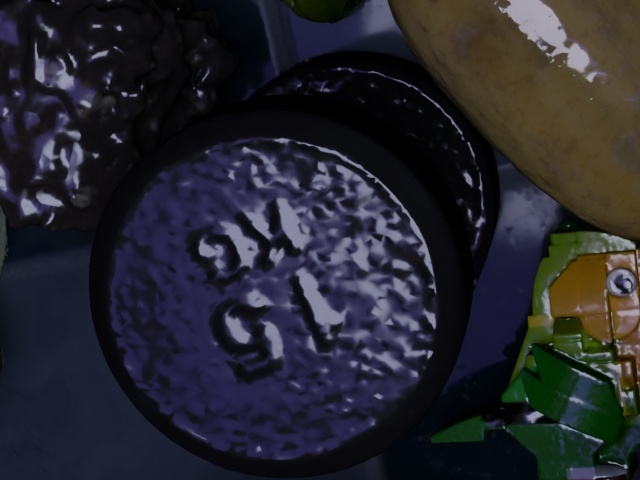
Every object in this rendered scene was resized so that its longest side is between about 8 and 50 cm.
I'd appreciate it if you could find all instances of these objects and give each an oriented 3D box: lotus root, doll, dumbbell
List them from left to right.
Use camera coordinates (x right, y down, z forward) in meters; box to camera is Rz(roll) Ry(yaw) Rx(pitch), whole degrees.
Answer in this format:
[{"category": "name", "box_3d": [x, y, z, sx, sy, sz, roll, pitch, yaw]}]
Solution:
[{"category": "dumbbell", "box_3d": [0.000, 0.000, 0.975, 0.203, 0.322, 0.204, 2, 102, 10]}, {"category": "doll", "box_3d": [0.171, 0.078, 1.073, 0.134, 0.106, 0.186, 25, 105, 16]}, {"category": "lotus root", "box_3d": [0.180, -0.104, 1.008, 0.343, 0.151, 0.169, 46, 68, -10]}]

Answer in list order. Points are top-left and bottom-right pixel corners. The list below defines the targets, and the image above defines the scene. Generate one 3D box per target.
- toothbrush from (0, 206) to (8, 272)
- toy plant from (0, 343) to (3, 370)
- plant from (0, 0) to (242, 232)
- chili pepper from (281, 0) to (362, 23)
[{"category": "toothbrush", "box_3d": [-0.248, 0.037, 1.180, 0.028, 0.026, 0.294, 13, 104, 26]}, {"category": "toy plant", "box_3d": [-0.304, 0.105, 1.152, 0.200, 0.105, 0.143, -26, 78, 45]}, {"category": "plant", "box_3d": [-0.160, -0.123, 1.058, 0.204, 0.178, 0.234, 16, 93, 18]}, {"category": "chili pepper", "box_3d": [0.043, -0.231, 1.050, 0.073, 0.072, 0.204, 29, 102, -6]}]
